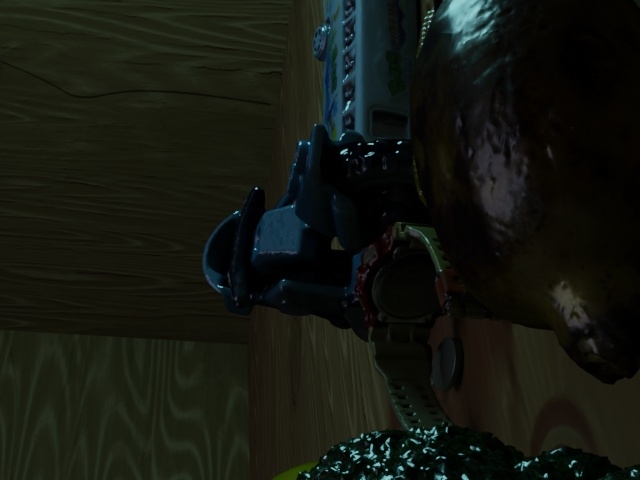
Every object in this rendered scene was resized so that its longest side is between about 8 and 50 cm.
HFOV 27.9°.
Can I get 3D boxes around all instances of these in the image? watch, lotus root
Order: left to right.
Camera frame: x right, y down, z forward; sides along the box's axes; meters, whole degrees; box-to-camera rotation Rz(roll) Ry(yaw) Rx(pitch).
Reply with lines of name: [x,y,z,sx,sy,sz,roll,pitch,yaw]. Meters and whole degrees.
watch: [0.103,0.086,1.085,0.268,0.102,0.165,-122,38,-65]
lotus root: [0.124,-0.054,0.718,0.314,0.141,0.169,-95,7,-46]

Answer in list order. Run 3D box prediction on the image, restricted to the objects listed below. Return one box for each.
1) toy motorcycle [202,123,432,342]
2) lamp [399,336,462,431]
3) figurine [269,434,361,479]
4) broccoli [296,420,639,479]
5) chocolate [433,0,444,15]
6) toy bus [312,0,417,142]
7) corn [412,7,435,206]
toy motorcycle: [0.000,0.000,1.331,0.416,0.232,0.172,113,165,-68]
lamp: [0.106,0.164,1.242,0.198,0.056,0.050,117,159,-45]
figurine: [0.010,0.340,1.043,0.323,0.231,0.340,-13,-76,-68]
broccoli: [0.074,0.221,0.598,0.283,0.304,0.321,68,-169,13]
chocolate: [0.127,-0.214,0.969,0.185,0.100,0.303,83,-170,-68]
toy bus: [0.060,-0.183,1.507,0.136,0.109,0.329,131,143,-61]
corn: [0.115,-0.115,1.133,0.068,0.068,0.207,113,161,-69]
